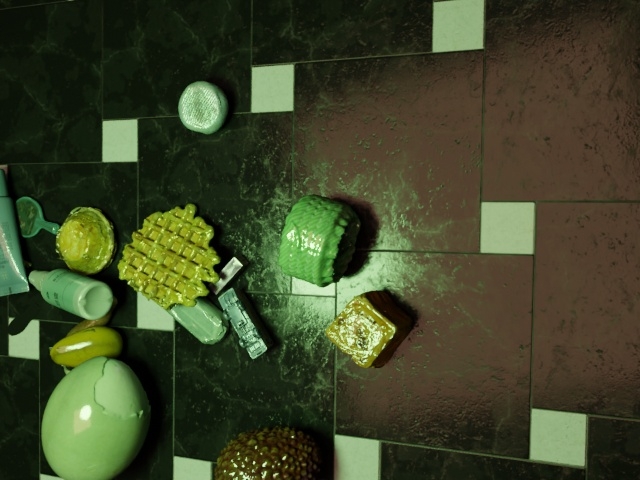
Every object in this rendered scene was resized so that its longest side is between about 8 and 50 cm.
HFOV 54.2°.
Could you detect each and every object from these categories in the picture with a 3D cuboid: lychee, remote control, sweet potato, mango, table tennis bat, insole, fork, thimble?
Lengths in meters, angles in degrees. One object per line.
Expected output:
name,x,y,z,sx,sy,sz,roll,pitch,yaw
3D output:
lychee,-0.118,0.582,1.574,0.271,0.271,0.271,1,92,19
remote control,-0.361,0.192,1.738,0.247,0.052,0.104,37,104,12
sweet potato,-0.692,0.263,1.851,0.067,0.059,0.281,37,112,-26
mango,-0.667,0.306,1.787,0.137,0.195,0.098,116,144,-43
table tennis bat,-0.875,-0.061,1.922,0.201,0.033,0.124,19,99,23
insole,-0.934,0.249,1.965,0.152,0.002,0.053,-43,78,16
fork,-0.759,0.356,1.846,0.219,0.028,0.034,16,107,52
thimble,0.000,0.000,1.526,0.150,0.219,0.219,17,97,15

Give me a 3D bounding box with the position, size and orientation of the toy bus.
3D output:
toy bus,-0.199,0.218,1.667,0.064,0.075,0.190,-36,79,15

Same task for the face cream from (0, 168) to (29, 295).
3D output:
face cream,-0.973,-0.026,1.908,0.135,0.086,0.385,-10,88,16

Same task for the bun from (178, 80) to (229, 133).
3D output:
bun,-0.311,-0.359,1.688,0.141,0.083,0.141,2,100,13

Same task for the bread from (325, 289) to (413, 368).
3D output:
bread,0.125,0.217,1.520,0.158,0.143,0.149,-48,70,15

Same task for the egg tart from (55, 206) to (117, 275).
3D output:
egg tart,-0.697,0.002,1.833,0.212,0.090,0.213,-1,87,19

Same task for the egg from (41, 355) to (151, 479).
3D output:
egg,-0.606,0.480,1.711,0.278,0.278,0.336,26,106,17

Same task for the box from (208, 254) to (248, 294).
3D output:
box,-0.249,0.091,1.694,0.036,0.050,0.117,44,103,5

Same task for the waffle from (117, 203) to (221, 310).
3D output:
waffle,-0.413,0.057,1.709,0.307,0.060,0.312,-32,61,10

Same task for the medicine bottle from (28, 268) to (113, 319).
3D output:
medicine bottle,-0.741,0.139,1.809,0.352,0.110,0.110,11,95,38

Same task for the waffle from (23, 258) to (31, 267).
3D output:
waffle,-0.993,0.124,1.971,0.125,0.032,0.191,33,104,13
